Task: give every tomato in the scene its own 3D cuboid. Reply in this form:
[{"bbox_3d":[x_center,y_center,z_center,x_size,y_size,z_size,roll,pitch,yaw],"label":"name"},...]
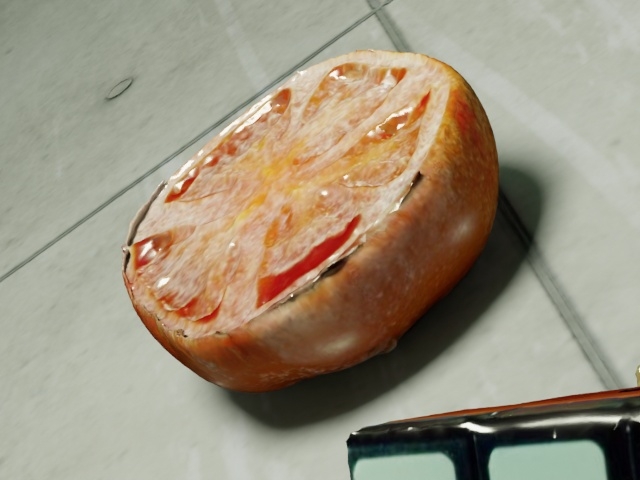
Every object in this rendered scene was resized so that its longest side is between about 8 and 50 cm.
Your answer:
[{"bbox_3d":[0.000,0.000,1.111,0.237,0.095,0.237,-29,29,18],"label":"tomato"}]

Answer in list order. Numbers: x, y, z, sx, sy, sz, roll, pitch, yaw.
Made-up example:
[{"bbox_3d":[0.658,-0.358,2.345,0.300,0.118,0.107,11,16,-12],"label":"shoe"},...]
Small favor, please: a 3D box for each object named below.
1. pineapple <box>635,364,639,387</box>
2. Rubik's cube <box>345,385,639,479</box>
[{"bbox_3d":[0.208,0.032,0.756,0.119,0.111,0.237,31,57,31],"label":"pineapple"},{"bbox_3d":[0.122,0.118,0.568,0.163,0.162,0.160,-13,-7,44],"label":"Rubik's cube"}]
